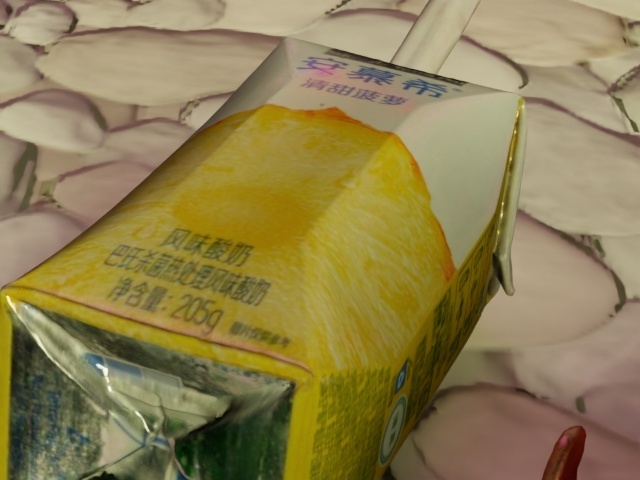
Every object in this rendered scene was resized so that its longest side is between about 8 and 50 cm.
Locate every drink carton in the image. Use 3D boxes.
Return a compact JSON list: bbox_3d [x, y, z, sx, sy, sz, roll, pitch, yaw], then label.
[{"bbox_3d":[0.000,0.000,0.440,0.084,0.074,0.200,14,28,17],"label":"drink carton"}]

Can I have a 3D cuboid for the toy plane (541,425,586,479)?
[{"bbox_3d":[0.014,0.094,0.280,0.130,0.061,0.189,20,36,27],"label":"toy plane"}]
